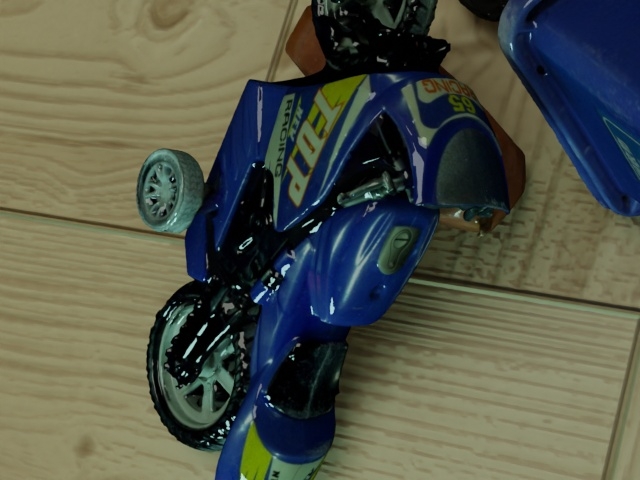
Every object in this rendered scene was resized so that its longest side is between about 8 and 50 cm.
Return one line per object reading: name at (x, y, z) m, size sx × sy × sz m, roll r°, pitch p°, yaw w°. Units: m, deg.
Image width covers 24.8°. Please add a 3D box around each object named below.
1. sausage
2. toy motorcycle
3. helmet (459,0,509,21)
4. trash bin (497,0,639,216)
sausage at (0.052, -0.065, 0.775) m, size 0.065 × 0.065 × 0.169 m, roll -43°, pitch 60°, yaw 3°
toy motorcycle at (0.000, 0.000, 0.714) m, size 0.169 × 0.113 × 0.315 m, roll 44°, pitch 119°, yaw 41°
helmet at (0.109, -0.152, 0.793) m, size 0.084 × 0.049 × 0.065 m, roll 48°, pitch 130°, yaw 55°
trash bin at (0.210, -0.062, 0.613) m, size 0.184 × 0.162 × 0.234 m, roll -39°, pitch 39°, yaw 5°
